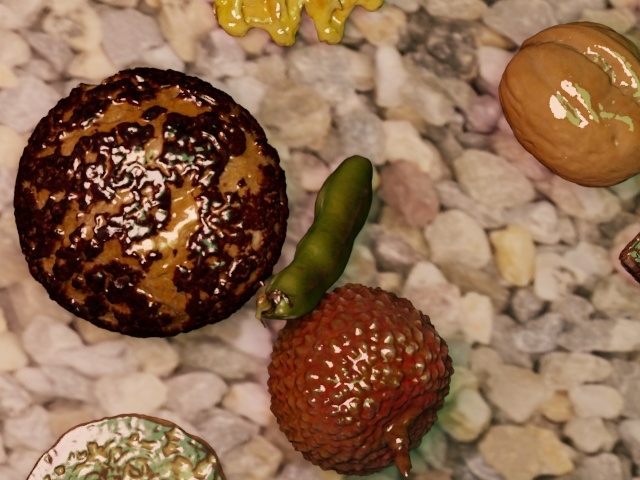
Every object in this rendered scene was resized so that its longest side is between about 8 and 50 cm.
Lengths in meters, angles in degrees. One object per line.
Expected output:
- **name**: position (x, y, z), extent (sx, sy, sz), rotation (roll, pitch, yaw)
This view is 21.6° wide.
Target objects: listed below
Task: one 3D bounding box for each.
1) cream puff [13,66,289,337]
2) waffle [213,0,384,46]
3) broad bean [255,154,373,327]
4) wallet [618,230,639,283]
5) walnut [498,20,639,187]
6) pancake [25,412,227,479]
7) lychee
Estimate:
- **cream puff**: position (-0.141, -0.033, 1.429), extent (0.239, 0.165, 0.239), rotation (1, 86, -11)
- **waffle**: position (-0.047, -0.337, 1.533), extent (0.307, 0.060, 0.311), rotation (20, 79, -10)
- **broad bean**: position (0.002, 0.004, 1.464), extent (0.065, 0.046, 0.254), rotation (65, 33, -26)
- **wallet**: position (0.400, 0.054, 1.608), extent (0.230, 0.042, 0.124), rotation (44, 78, -7)
- **walnut**: position (0.244, -0.124, 1.541), extent (0.167, 0.149, 0.166), rotation (15, 49, -17)
- **pancake**: position (-0.165, 0.243, 1.474), extent (0.184, 0.020, 0.190), rotation (-40, 93, -14)
- **lychee**: position (0.039, 0.127, 1.455), extent (0.165, 0.165, 0.197), rotation (-35, 51, -13)
